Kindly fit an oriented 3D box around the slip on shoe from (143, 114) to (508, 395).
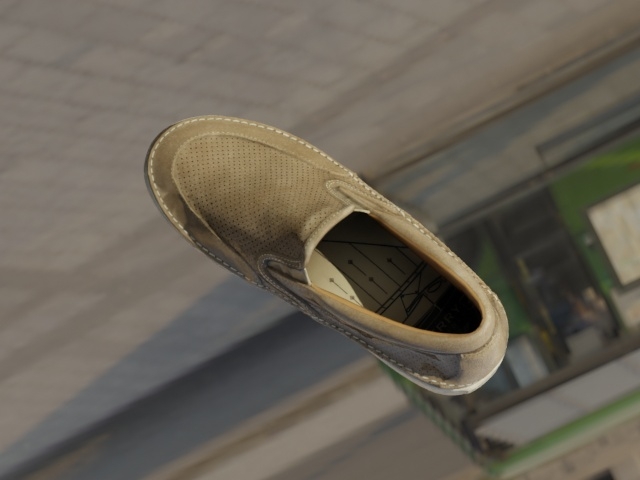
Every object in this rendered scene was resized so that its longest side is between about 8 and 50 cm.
[{"bbox_3d":[0.000,0.000,0.518,0.051,0.135,0.041,-50,165,-10],"label":"slip on shoe"}]
